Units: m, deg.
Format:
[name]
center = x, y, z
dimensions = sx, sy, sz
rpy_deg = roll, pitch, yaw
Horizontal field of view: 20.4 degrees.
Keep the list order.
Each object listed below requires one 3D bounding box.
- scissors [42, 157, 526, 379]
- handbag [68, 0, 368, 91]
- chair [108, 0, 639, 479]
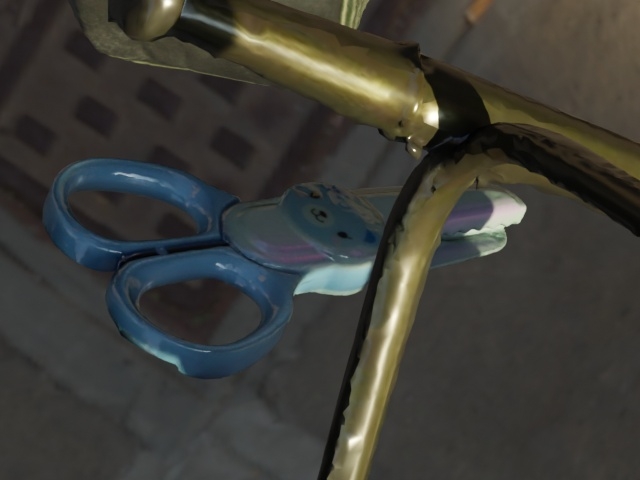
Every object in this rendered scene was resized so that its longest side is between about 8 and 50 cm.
[scissors]
center = 0.000, 0.000, 0.819
dimensions = 0.125, 0.256, 0.030
rpy_deg = 51, 132, 33
[handbag]
center = -0.068, -0.288, 1.236
dimensions = 0.247, 0.340, 0.240
rpy_deg = 9, 60, 5
[chair]
center = 0.162, 0.163, 0.455
dimensions = 0.410, 0.364, 0.361
rpy_deg = 5, 109, -28
